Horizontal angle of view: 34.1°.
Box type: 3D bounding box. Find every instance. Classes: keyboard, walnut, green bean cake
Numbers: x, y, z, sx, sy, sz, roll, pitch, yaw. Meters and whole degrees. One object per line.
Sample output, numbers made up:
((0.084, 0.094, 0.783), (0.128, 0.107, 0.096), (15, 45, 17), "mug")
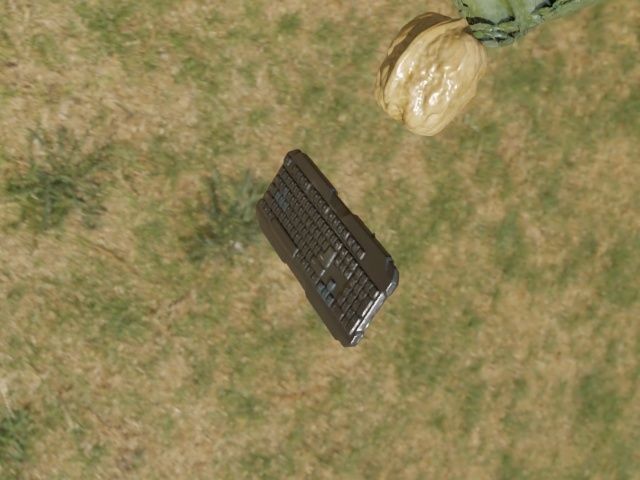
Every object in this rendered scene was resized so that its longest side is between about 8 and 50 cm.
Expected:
((0.000, 0.000, 1.090), (0.016, 0.262, 0.106), (20, 111, -37), "keyboard")
((0.086, -0.131, 0.812), (0.082, 0.079, 0.096), (10, 118, -51), "walnut")
((0.269, -0.297, 1.068), (0.255, 0.241, 0.132), (-35, 106, -53), "green bean cake")
